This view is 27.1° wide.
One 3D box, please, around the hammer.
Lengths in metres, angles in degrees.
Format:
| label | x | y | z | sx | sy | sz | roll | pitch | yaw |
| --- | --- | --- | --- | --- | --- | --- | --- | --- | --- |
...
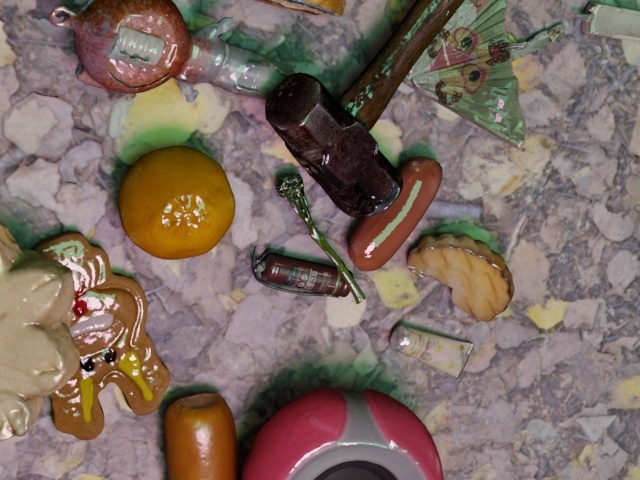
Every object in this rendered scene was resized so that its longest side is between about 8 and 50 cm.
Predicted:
| label | x | y | z | sx | sy | sz | roll | pitch | yaw |
| --- | --- | --- | --- | --- | --- | --- | --- | --- | --- |
| hammer | 0.104 | -0.250 | 1.840 | 0.408 | 0.095 | 0.242 | -55 | 136 | -8 |

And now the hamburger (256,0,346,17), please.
| label | x | y | z | sx | sy | sz | roll | pitch | yaw |
| --- | --- | --- | --- | --- | --- | --- | --- | --- | --- |
| hamburger | -0.040 | -0.358 | 1.771 | 0.176 | 0.087 | 0.102 | 10 | 103 | -20 |

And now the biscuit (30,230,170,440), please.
| label | x | y | z | sx | sy | sz | roll | pitch | yaw |
| --- | --- | --- | --- | --- | --- | --- | --- | --- | --- |
| biscuit | -0.320 | 0.130 | 1.829 | 0.186 | 0.044 | 0.295 | -26 | 112 | -14 |

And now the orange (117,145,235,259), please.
| label | x | y | z | sx | sy | sz | roll | pitch | yaw |
| --- | --- | --- | --- | --- | --- | --- | --- | --- | --- |
| orange | -0.190 | -0.048 | 1.775 | 0.159 | 0.136 | 0.159 | -4 | 105 | -16 |

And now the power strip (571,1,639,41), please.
| label | x | y | z | sx | sy | sz | roll | pitch | yaw |
| --- | --- | --- | --- | --- | --- | --- | --- | --- | --- |
| power strip | 0.460 | -0.324 | 1.994 | 0.191 | 0.030 | 0.047 | 6 | 104 | -22 |

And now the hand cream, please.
| label | x | y | z | sx | sy | sz | roll | pitch | yaw |
| --- | --- | --- | --- | --- | --- | --- | --- | --- | --- |
| hand cream | 0.168 | 0.168 | 2.023 | 0.143 | 0.039 | 0.061 | 20 | 95 | -29 |

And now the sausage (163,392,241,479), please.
| label | x | y | z | sx | sy | sz | roll | pitch | yaw |
| --- | --- | --- | --- | --- | --- | --- | --- | --- | --- |
| sausage | -0.165 | 0.352 | 1.916 | 0.105 | 0.105 | 0.274 | -10 | 107 | -18 |

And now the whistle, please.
| label | x | y | z | sx | sy | sz | roll | pitch | yaw |
| --- | --- | --- | --- | --- | --- | --- | --- | --- | --- |
| whistle | -0.191 | -0.246 | 1.731 | 0.346 | 0.134 | 0.142 | 14 | 91 | -31 |

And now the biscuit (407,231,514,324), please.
| label | x | y | z | sx | sy | sz | roll | pitch | yaw |
| --- | --- | --- | --- | --- | --- | --- | --- | --- | --- |
| biscuit | 0.226 | 0.044 | 1.991 | 0.118 | 0.061 | 0.183 | -29 | 121 | 35 |

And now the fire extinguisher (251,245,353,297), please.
| label | x | y | z | sx | sy | sz | roll | pitch | yaw |
| --- | --- | --- | --- | --- | --- | --- | --- | --- | --- |
| fire extinguisher | -0.032 | 0.048 | 1.911 | 0.158 | 0.043 | 0.064 | 13 | 121 | -22 |

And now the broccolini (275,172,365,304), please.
| label | x | y | z | sx | sy | sz | roll | pitch | yaw |
| --- | --- | --- | --- | --- | --- | --- | --- | --- | --- |
| broccolini | 0.000 | 0.000 | 1.886 | 0.044 | 0.042 | 0.218 | -32 | 99 | -12 |

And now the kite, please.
| label | x | y | z | sx | sy | sz | roll | pitch | yaw |
| --- | --- | --- | --- | --- | --- | --- | --- | --- | --- |
| kite | 0.238 | -0.270 | 1.939 | 0.268 | 0.013 | 0.322 | -16 | 110 | -15 |

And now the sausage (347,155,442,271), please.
| label | x | y | z | sx | sy | sz | roll | pitch | yaw |
| --- | --- | --- | --- | --- | --- | --- | --- | --- | --- |
| sausage | 0.109 | -0.039 | 1.922 | 0.077 | 0.077 | 0.194 | 35 | 90 | -25 |

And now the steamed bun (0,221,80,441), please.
| label | x | y | z | sx | sy | sz | roll | pitch | yaw |
| --- | --- | --- | --- | --- | --- | --- | --- | --- | --- |
| steamed bun | -0.435 | 0.104 | 1.719 | 0.292 | 0.137 | 0.295 | -39 | 91 | 13 |

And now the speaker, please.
| label | x | y | z | sx | sy | sz | roll | pitch | yaw |
| --- | --- | --- | --- | --- | --- | --- | --- | --- | --- |
| speaker | 0.023 | 0.350 | 1.892 | 0.294 | 0.294 | 0.294 | -5 | 106 | -19 |
